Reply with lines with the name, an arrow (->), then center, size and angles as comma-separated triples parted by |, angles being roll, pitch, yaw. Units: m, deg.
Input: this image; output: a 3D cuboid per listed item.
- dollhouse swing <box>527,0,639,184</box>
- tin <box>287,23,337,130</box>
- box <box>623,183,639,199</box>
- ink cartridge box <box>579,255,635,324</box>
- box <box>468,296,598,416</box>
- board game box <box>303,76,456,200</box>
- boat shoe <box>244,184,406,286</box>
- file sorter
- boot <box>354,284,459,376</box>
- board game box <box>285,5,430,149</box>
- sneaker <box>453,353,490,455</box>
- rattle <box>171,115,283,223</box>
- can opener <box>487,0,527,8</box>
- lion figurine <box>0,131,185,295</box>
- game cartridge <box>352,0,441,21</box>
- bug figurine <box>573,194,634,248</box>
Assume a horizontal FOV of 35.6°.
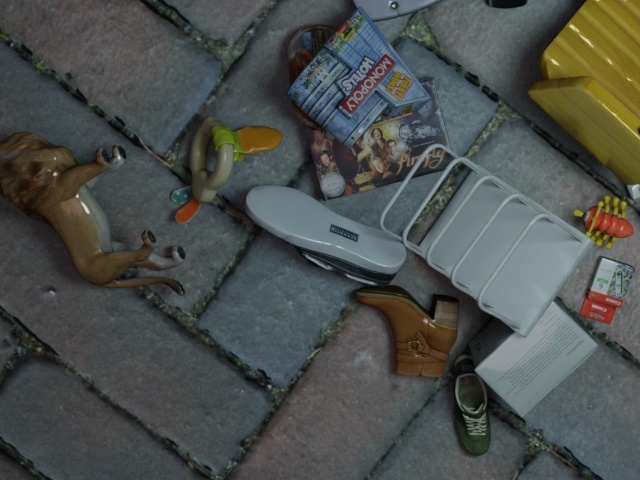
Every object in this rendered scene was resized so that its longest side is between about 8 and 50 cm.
dollhouse swing -> 0.569, -0.300, 1.511 | 0.315, 0.305, 0.347 | 42, 70, -2
tin -> 0.001, -0.283, 1.740 | 0.106, 0.040, 0.189 | -7, 79, 12
box -> 0.573, -0.184, 1.729 | 0.145, 0.038, 0.186 | -24, 97, 8
ink cartridge box -> 0.511, 0.091, 1.779 | 0.063, 0.029, 0.115 | 17, 99, 2
box -> 0.364, 0.182, 1.729 | 0.119, 0.181, 0.182 | 44, 100, -2
board game box -> 0.102, -0.179, 1.769 | 0.243, 0.042, 0.165 | -15, 96, 7
boat shoe -> 0.000, 0.000, 1.776 | 0.301, 0.108, 0.102 | 20, 138, -5
file sorter -> 0.260, -0.012, 1.640 | 0.193, 0.173, 0.278 | -56, 46, 7
boot -> 0.148, 0.166, 1.804 | 0.197, 0.073, 0.152 | 11, 103, 6
board game box -> 0.076, -0.260, 1.683 | 0.194, 0.060, 0.194 | 39, 73, -1
sneaker -> 0.272, 0.308, 1.804 | 0.064, 0.086, 0.192 | -7, 98, 6
rattle -> -0.175, -0.123, 1.809 | 0.130, 0.143, 0.199 | 33, 119, 32
can opener -> 0.375, -0.448, 1.705 | 0.186, 0.073, 0.059 | -9, 59, 3
lion figurine -> -0.425, -0.032, 1.793 | 0.240, 0.142, 0.392 | -24, 100, 15
game cartridge -> 0.173, -0.505, 1.710 | 0.297, 0.062, 0.198 | -26, 100, 8
bug figurine -> 0.562, -0.106, 1.685 | 0.216, 0.072, 0.279 | 16, 99, 3
